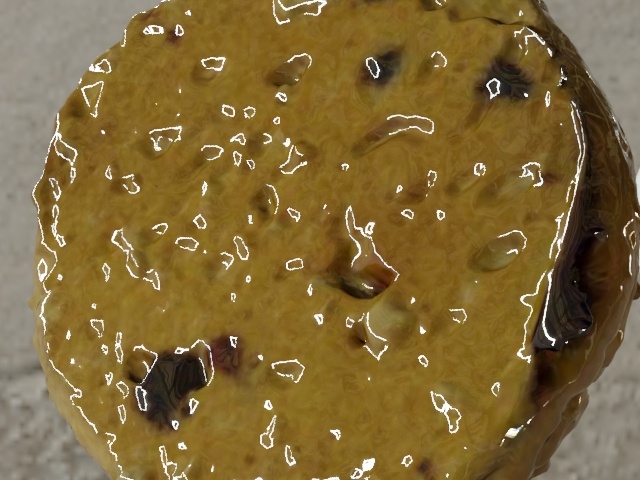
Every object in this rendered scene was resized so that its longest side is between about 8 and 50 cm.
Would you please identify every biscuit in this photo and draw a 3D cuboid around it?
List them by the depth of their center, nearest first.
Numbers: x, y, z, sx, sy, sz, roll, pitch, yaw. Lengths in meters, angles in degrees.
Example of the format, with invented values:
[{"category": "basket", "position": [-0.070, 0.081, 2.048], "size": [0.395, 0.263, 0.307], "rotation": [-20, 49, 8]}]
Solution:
[{"category": "biscuit", "position": [0.001, 0.001, 0.773], "size": [0.296, 0.296, 0.075], "rotation": [28, -4, 35]}]

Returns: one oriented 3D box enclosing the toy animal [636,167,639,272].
[{"category": "toy animal", "position": [0.360, 0.041, 1.402], "size": [0.249, 0.174, 0.289], "rotation": [8, 61, -43]}]
